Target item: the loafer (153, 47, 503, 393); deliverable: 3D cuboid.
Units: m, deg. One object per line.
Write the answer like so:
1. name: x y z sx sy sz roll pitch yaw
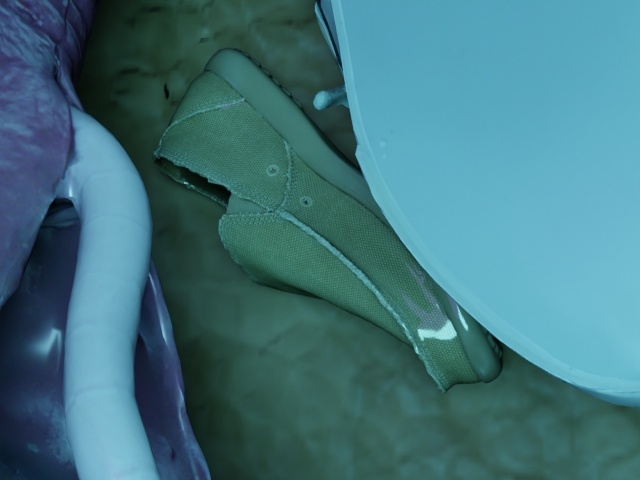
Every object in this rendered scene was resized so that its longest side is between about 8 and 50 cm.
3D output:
1. loafer: 0.000 0.000 0.493 0.050 0.056 0.148 -43 58 -1

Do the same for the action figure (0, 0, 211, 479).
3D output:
1. action figure: -0.110 -0.072 0.420 0.275 0.248 0.370 2 64 22

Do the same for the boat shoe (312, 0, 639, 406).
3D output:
1. boat shoe: 0.043 -0.076 0.479 0.113 0.105 0.306 -37 61 5
